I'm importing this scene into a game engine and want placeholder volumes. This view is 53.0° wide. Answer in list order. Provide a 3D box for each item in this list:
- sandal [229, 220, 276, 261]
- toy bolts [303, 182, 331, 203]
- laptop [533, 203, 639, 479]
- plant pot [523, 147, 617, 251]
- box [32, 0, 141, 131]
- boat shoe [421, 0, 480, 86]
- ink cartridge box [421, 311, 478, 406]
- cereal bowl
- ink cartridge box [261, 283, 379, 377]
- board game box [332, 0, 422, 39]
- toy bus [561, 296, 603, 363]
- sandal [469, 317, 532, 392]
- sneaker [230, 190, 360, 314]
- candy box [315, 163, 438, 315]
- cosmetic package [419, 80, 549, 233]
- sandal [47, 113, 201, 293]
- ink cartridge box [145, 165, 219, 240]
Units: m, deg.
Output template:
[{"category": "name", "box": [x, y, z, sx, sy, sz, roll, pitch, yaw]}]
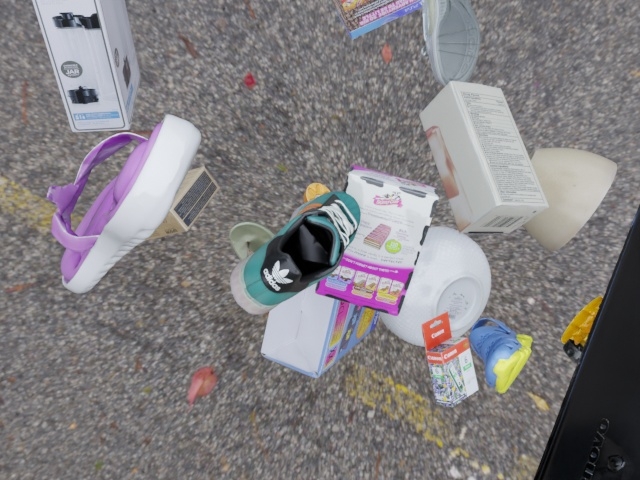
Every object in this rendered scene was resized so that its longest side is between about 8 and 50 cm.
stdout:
[{"category": "sandal", "box": [-0.141, 0.080, 1.725, 0.120, 0.086, 0.302, -29, 93, 9]}, {"category": "toy bolts", "box": [0.045, -0.075, 1.846, 0.218, 0.158, 0.228, 48, 48, -8]}, {"category": "laptop", "box": [0.418, 0.126, 0.433, 0.408, 0.236, 0.382, 27, 62, 13]}, {"category": "plant pot", "box": [0.619, -0.138, 1.726, 0.191, 0.284, 0.284, 33, 93, 5]}, {"category": "box", "box": [-0.338, -0.323, 0.931, 0.087, 0.169, 0.289, -3, 133, -4]}, {"category": "boat shoe", "box": [0.288, -0.506, 1.486, 0.118, 0.103, 0.320, -7, 88, -19]}, {"category": "ink cartridge box", "box": [0.177, 0.160, 0.876, 0.063, 0.029, 0.115, -18, 99, -40]}, {"category": "cereal bowl", "box": [0.327, 0.140, 1.712, 0.339, 0.141, 0.338, -11, 114, -27]}, {"category": "ink cartridge box", "box": [0.047, 0.099, 1.447, 0.151, 0.395, 0.269, 20, 110, 19]}, {"category": "board game box", "box": [0.129, -0.717, 1.668, 0.232, 0.291, 0.141, -24, 53, 3]}, {"category": "toy bus", "box": [0.653, 0.254, 1.355, 0.211, 0.220, 0.149, 33, 105, -15]}, {"category": "sandal", "box": [0.395, 0.251, 1.459, 0.138, 0.317, 0.126, 34, 98, 15]}, {"category": "sneaker", "box": [0.000, 0.000, 0.937, 0.121, 0.302, 0.108, -29, 101, 40]}, {"category": "candy box", "box": [0.096, 0.000, 1.131, 0.159, 0.071, 0.233, 16, 112, 0]}, {"category": "cosmetic package", "box": [0.335, -0.171, 1.343, 0.153, 0.129, 0.296, 0, 64, -29]}, {"category": "sandal", "box": [-0.248, -0.053, 0.730, 0.102, 0.416, 0.169, 31, 61, -22]}, {"category": "ink cartridge box", "box": [-0.429, -0.102, 1.830, 0.235, 0.193, 0.088, -9, 127, 39]}]
